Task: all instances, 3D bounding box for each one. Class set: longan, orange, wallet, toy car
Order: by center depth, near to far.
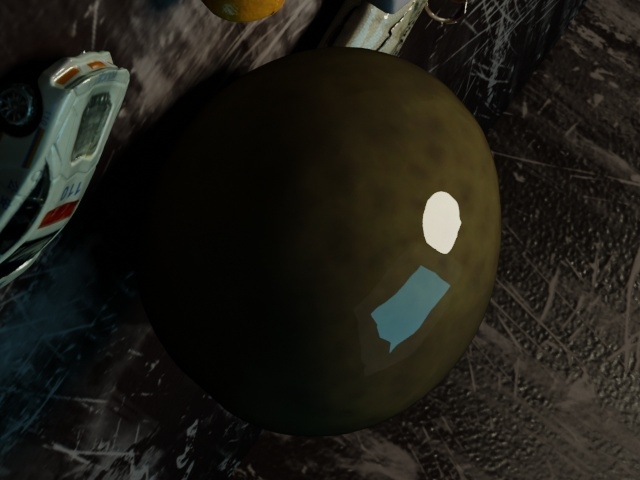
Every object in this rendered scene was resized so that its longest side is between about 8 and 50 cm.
[{"bbox_3d":[-0.187,-0.034,0.928,0.205,0.056,0.095,-59,169,21],"label":"toy car"},{"bbox_3d":[-0.050,-0.190,0.992,0.083,0.070,0.083,-55,173,-10],"label":"orange"},{"bbox_3d":[0.000,0.000,1.189,0.319,0.319,0.319,-51,169,-15],"label":"longan"},{"bbox_3d":[0.034,-0.161,1.431,0.335,0.068,0.275,-55,171,9],"label":"wallet"}]

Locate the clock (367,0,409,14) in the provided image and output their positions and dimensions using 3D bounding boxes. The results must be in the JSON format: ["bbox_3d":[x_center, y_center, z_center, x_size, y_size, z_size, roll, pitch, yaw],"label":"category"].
[{"bbox_3d":[-0.003,-0.243,0.731,0.083,0.186,0.253,-49,167,-35],"label":"clock"}]
